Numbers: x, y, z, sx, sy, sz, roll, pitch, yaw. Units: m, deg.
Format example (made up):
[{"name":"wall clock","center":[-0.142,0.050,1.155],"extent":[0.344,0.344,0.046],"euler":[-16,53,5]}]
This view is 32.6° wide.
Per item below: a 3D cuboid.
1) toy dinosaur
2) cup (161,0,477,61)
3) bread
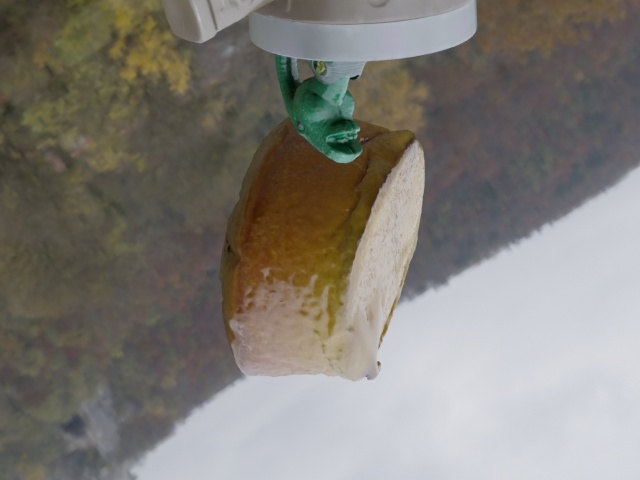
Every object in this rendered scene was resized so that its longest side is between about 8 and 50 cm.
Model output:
[{"name":"toy dinosaur","center":[-0.002,-0.111,0.585],"extent":[0.059,0.132,0.096],"euler":[-13,157,-37]},{"name":"cup","center":[-0.004,-0.109,0.324],"extent":[0.102,0.099,0.074],"euler":[-9,-154,-11]},{"name":"bread","center":[0.000,0.000,0.914],"extent":[0.142,0.195,0.270],"euler":[9,-143,16]}]
